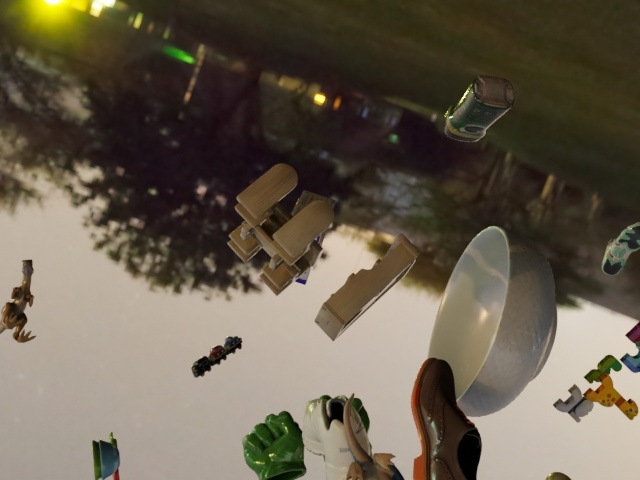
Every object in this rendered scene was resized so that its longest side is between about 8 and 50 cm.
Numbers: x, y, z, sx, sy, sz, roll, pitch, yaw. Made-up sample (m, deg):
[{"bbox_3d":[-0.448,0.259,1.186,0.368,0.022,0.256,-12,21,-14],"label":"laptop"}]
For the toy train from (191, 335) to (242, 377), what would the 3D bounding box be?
[{"bbox_3d":[-0.212,0.235,2.191,0.027,0.036,0.158,-16,-169,38],"label":"toy train"}]

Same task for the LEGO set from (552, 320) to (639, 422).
[{"bbox_3d":[0.534,0.257,1.889,0.093,0.227,0.087,45,-175,-9],"label":"LEGO set"}]

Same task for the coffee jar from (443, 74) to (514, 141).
[{"bbox_3d":[0.336,-0.279,2.287,0.096,0.079,0.184,7,158,-15],"label":"coffee jar"}]

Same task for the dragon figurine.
[{"bbox_3d":[0.097,0.395,1.694,0.289,0.085,0.144,57,173,21],"label":"dragon figurine"}]

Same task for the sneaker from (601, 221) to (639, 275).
[{"bbox_3d":[0.465,0.002,1.639,0.038,0.098,0.069,34,-153,-3],"label":"sneaker"}]

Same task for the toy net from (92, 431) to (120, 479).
[{"bbox_3d":[-0.354,0.445,1.788,0.045,0.232,0.122,-5,179,-14],"label":"toy net"}]

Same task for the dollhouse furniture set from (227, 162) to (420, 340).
[{"bbox_3d":[0.000,0.000,1.588,0.242,0.161,0.212,46,161,8],"label":"dollhouse furniture set"}]

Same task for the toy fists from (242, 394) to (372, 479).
[{"bbox_3d":[-0.031,0.414,2.272,0.096,0.279,0.142,70,180,-59],"label":"toy fists"}]

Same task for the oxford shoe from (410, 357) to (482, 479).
[{"bbox_3d":[0.200,0.287,1.610,0.097,0.098,0.271,41,-144,-36],"label":"oxford shoe"}]

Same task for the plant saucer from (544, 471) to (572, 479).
[{"bbox_3d":[0.398,0.430,1.783,0.015,0.083,0.083,-2,-162,-35],"label":"plant saucer"}]

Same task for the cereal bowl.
[{"bbox_3d":[0.312,0.151,1.852,0.141,0.339,0.339,18,-174,-11],"label":"cereal bowl"}]

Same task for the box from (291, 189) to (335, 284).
[{"bbox_3d":[-0.032,-0.007,2.114,0.072,0.137,0.126,19,-146,4],"label":"box"}]

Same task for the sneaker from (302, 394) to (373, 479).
[{"bbox_3d":[0.032,0.323,1.869,0.111,0.129,0.297,-11,-169,-13],"label":"sneaker"}]

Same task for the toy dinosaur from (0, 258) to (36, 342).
[{"bbox_3d":[-0.529,0.131,1.825,0.064,0.211,0.112,25,-161,-36],"label":"toy dinosaur"}]
